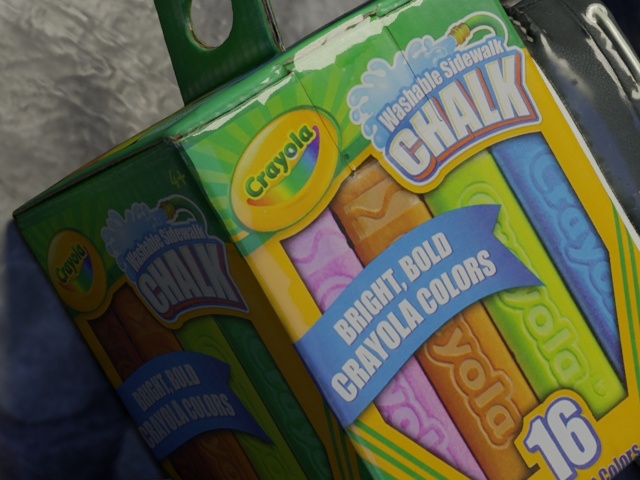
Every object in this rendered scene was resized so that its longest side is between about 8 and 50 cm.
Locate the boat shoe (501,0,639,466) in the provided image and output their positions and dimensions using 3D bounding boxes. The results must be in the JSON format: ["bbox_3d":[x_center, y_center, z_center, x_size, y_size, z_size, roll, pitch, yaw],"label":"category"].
[{"bbox_3d":[0.170,0.010,0.965,0.091,0.114,0.302,-30,96,-24],"label":"boat shoe"}]

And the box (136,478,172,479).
[{"bbox_3d":[-0.100,0.236,0.805,0.220,0.051,0.175,-40,101,-29],"label":"box"}]

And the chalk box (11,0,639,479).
[{"bbox_3d":[0.000,0.000,0.835,0.179,0.180,0.289,-34,97,-30],"label":"chalk box"}]
